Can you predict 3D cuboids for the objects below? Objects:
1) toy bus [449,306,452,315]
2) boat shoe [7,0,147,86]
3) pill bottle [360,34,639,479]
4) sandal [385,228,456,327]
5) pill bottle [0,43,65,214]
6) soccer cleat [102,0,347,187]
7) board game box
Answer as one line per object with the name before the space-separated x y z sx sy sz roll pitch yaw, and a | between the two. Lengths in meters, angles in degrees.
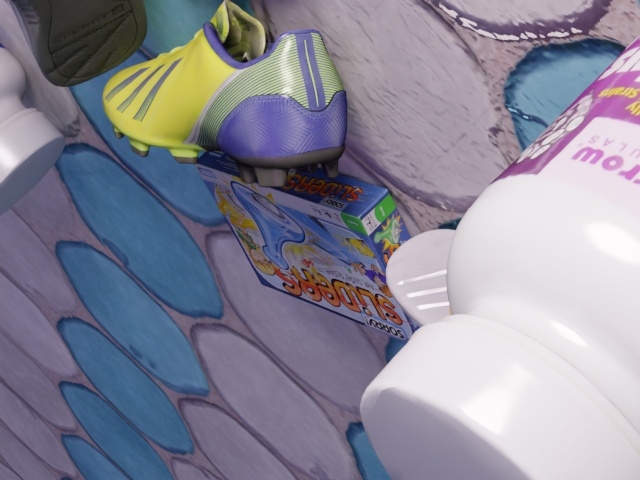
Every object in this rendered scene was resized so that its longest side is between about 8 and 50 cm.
toy bus | 0.200 0.089 1.020 0.211 0.149 0.220 29 -158 -31
boat shoe | -0.189 -0.225 1.216 0.103 0.118 0.320 57 170 22
pill bottle | 0.160 0.005 0.734 0.169 0.301 0.169 37 156 20
sandal | 0.152 0.088 1.180 0.265 0.102 0.076 42 160 32
pill bottle | -0.364 -0.147 1.601 0.272 0.152 0.152 44 158 4
soccer cleat | -0.071 -0.113 1.263 0.289 0.093 0.121 17 114 57
board game box | 0.000 0.000 1.363 0.201 0.035 0.136 19 146 48
